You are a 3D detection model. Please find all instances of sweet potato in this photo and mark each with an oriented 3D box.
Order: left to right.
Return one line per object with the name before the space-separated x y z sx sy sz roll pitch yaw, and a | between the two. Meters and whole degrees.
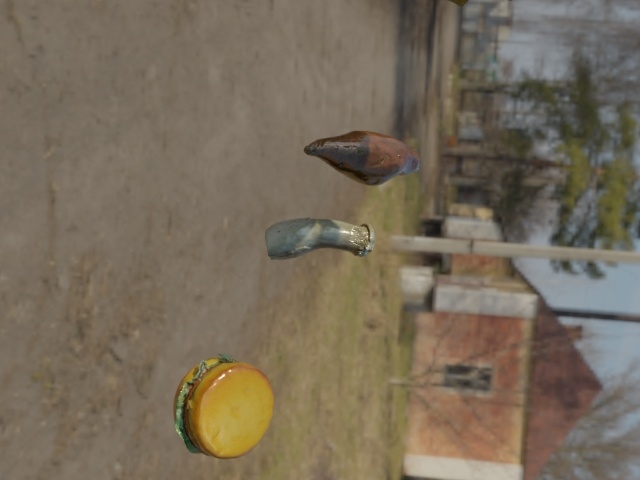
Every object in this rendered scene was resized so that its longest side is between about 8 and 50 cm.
sweet potato | 0.105 -0.164 2.125 0.359 0.112 0.112 3 91 -43

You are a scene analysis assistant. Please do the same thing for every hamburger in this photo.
hamburger | -0.235 0.375 2.412 0.246 0.170 0.246 -7 102 -37

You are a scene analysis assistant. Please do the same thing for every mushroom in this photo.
mushroom | 0.001 -0.004 2.146 0.081 0.223 0.092 -90 175 -65

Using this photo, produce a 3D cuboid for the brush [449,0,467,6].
brush | 0.228 -0.410 1.303 0.336 0.085 0.020 132 -27 -54
